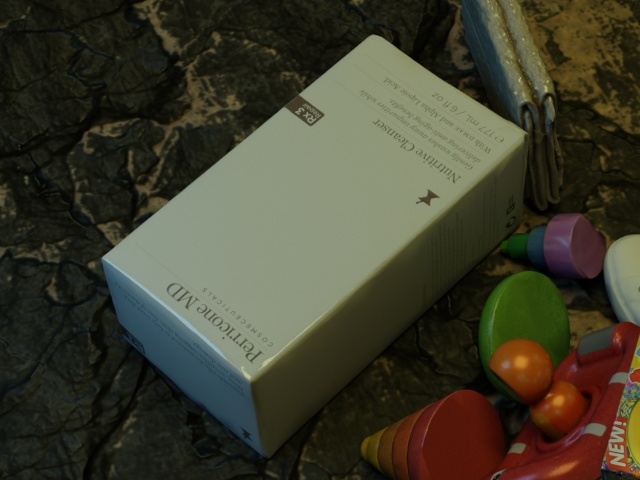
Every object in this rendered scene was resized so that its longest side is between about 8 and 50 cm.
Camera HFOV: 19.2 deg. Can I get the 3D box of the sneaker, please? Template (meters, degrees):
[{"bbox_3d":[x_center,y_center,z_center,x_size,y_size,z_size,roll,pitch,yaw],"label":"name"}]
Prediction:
[{"bbox_3d":[0.373,0.079,1.775,0.106,0.123,0.290,-20,54,-22],"label":"sneaker"}]

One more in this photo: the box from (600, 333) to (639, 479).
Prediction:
[{"bbox_3d":[0.405,0.129,1.549,0.279,0.177,0.290,10,60,20],"label":"box"}]

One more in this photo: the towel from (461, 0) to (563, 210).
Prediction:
[{"bbox_3d":[0.196,-0.185,1.959,0.049,0.187,0.282,-15,54,-1],"label":"towel"}]

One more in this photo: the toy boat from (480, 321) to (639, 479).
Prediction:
[{"bbox_3d":[0.210,0.150,1.701,0.151,0.151,0.231,43,57,-14],"label":"toy boat"}]

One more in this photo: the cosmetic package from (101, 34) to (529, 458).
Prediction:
[{"bbox_3d":[0.000,0.000,1.857,0.217,0.156,0.385,35,63,25],"label":"cosmetic package"}]

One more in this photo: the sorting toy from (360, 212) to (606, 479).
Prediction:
[{"bbox_3d":[0.146,0.110,1.815,0.126,0.127,0.365,-2,43,42],"label":"sorting toy"}]
